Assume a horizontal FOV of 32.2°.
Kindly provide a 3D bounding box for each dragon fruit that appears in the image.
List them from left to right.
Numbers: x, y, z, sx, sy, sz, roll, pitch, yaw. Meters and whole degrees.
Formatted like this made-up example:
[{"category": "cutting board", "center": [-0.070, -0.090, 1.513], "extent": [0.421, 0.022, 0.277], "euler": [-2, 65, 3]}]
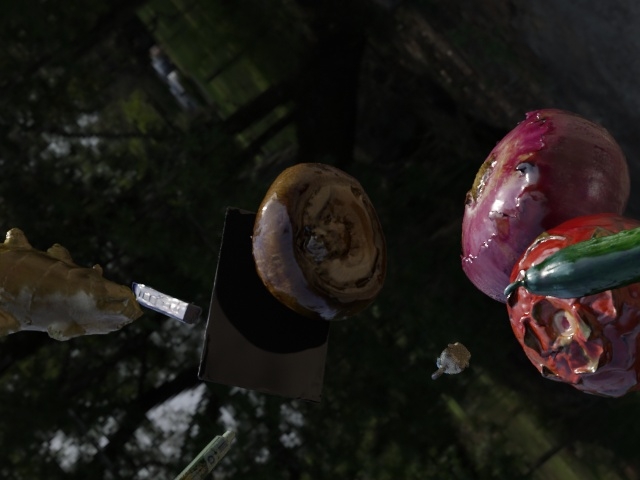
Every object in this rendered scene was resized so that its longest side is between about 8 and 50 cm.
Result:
[{"category": "dragon fruit", "center": [0.348, 0.078, 1.352], "extent": [0.241, 0.252, 0.241], "euler": [168, 90, -77]}]

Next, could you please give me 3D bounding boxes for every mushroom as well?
[{"category": "mushroom", "center": [0.000, 0.000, 1.731], "extent": [0.253, 0.153, 0.253], "euler": [16, -112, -46]}]

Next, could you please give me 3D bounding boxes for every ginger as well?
[{"category": "ginger", "center": [-0.287, 0.051, 1.137], "extent": [0.115, 0.205, 0.081], "euler": [-108, 22, -53]}]

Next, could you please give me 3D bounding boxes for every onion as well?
[{"category": "onion", "center": [0.405, -0.041, 1.954], "extent": [0.345, 0.358, 0.358], "euler": [40, -179, 14]}]

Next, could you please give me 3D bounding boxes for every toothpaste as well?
[{"category": "toothpaste", "center": [-0.195, 0.367, 1.757], "extent": [0.049, 0.031, 0.204], "euler": [53, -136, -8]}]

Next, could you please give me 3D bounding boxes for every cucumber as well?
[{"category": "cucumber", "center": [0.295, 0.017, 1.082], "extent": [0.056, 0.250, 0.056], "euler": [36, -136, -45]}]

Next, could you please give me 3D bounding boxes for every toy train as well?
[{"category": "toy train", "center": [-0.125, 0.049, 0.884], "extent": [0.017, 0.017, 0.083], "euler": [21, 177, -43]}]

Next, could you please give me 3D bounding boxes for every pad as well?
[{"category": "pad", "center": [-0.076, 0.100, 1.768], "extent": [0.202, 0.300, 0.005], "euler": [14, 153, -14]}]

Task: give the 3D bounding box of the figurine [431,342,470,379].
[{"category": "figurine", "center": [0.203, 0.192, 1.753], "extent": [0.047, 0.050, 0.083], "euler": [55, -158, 9]}]
